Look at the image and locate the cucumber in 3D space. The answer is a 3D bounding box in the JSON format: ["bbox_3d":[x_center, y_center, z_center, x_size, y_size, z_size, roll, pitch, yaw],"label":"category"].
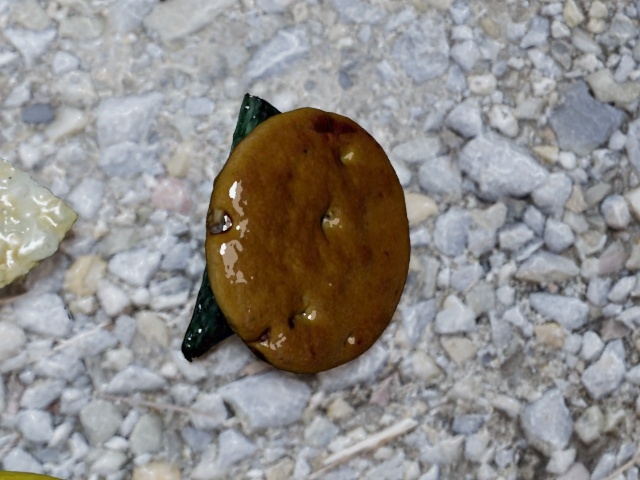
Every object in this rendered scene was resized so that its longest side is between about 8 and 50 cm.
[{"bbox_3d":[-0.048,-0.005,0.749,0.070,0.046,0.220,19,77,-28],"label":"cucumber"}]

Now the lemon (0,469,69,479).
[{"bbox_3d":[-0.176,0.263,0.565,0.236,0.236,0.263,-30,106,-22],"label":"lemon"}]

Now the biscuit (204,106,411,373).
[{"bbox_3d":[0.000,0.000,0.735,0.212,0.036,0.212,2,88,-44],"label":"biscuit"}]

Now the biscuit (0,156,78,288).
[{"bbox_3d":[-0.295,-0.045,0.634,0.265,0.040,0.188,17,66,-17],"label":"biscuit"}]
